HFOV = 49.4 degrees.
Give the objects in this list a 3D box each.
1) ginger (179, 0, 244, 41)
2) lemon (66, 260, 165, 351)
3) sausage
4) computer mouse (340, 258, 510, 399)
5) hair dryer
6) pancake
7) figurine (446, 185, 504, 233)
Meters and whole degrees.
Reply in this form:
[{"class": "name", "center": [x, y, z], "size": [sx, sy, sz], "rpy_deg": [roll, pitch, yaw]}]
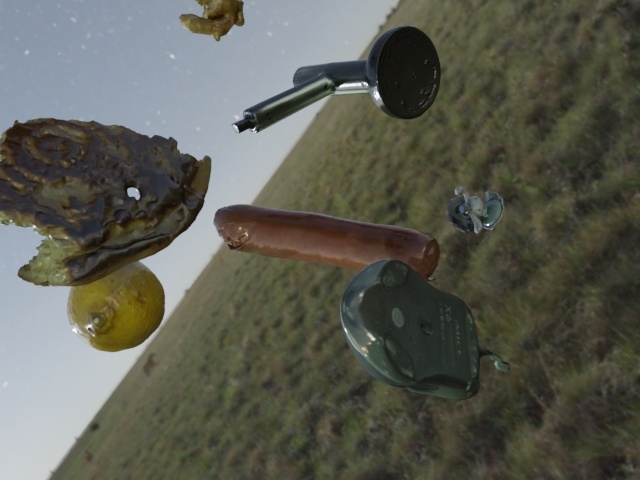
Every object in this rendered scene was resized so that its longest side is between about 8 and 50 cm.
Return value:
[{"class": "ginger", "center": [-0.209, -0.443, 1.212], "size": [0.053, 0.176, 0.193], "rpy_deg": [-7, 73, 52]}, {"class": "lemon", "center": [-0.402, 0.126, 1.376], "size": [0.188, 0.188, 0.256], "rpy_deg": [-53, 6, 2]}, {"class": "sausage", "center": [0.000, 0.000, 1.210], "size": [0.094, 0.419, 0.094], "rpy_deg": [41, -119, -64]}, {"class": "computer mouse", "center": [0.147, 0.144, 0.975], "size": [0.090, 0.379, 0.167], "rpy_deg": [-20, 56, 40]}, {"class": "hair dryer", "center": [0.016, -0.246, 1.262], "size": [0.320, 0.155, 0.284], "rpy_deg": [2, 46, 46]}, {"class": "pancake", "center": [-0.229, -0.037, 0.748], "size": [0.056, 0.257, 0.212], "rpy_deg": [124, 142, -46]}, {"class": "figurine", "center": [0.280, -0.052, 1.277], "size": [0.082, 0.086, 0.094], "rpy_deg": [125, 150, -52]}]
